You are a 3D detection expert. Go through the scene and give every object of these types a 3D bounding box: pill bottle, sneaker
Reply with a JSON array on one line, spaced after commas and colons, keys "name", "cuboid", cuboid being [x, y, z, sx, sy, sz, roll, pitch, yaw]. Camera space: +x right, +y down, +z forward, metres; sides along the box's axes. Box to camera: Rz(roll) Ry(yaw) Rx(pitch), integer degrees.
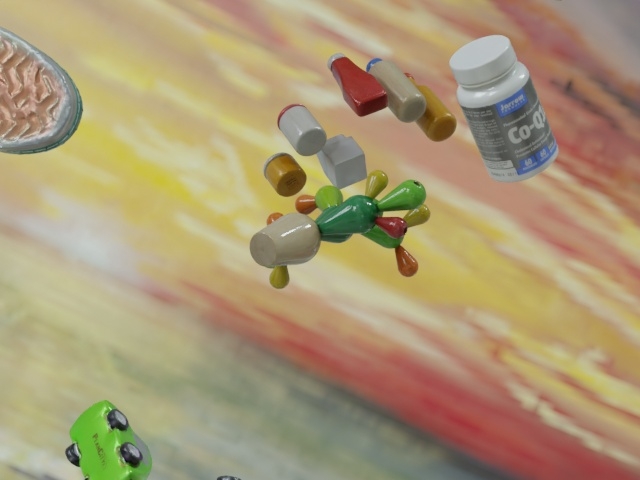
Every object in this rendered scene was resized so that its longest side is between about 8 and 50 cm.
[{"name": "pill bottle", "cuboid": [0.184, -0.134, 1.943, 0.078, 0.078, 0.137, 9, -46, 48]}, {"name": "sneaker", "cuboid": [-0.318, -0.135, 1.676, 0.302, 0.108, 0.121, 16, -4, 27]}]

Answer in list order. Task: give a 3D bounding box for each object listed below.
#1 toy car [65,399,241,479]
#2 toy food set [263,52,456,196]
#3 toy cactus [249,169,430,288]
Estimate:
[{"name": "toy car", "cuboid": [-0.155, 0.229, 1.614, 0.053, 0.239, 0.225, 34, 21, -43]}, {"name": "toy food set", "cuboid": [0.029, -0.143, 2.183, 0.104, 0.232, 0.111, 54, -19, 43]}, {"name": "toy cactus", "cuboid": [0.000, 0.000, 1.858, 0.219, 0.112, 0.180, -9, 6, 40]}]
